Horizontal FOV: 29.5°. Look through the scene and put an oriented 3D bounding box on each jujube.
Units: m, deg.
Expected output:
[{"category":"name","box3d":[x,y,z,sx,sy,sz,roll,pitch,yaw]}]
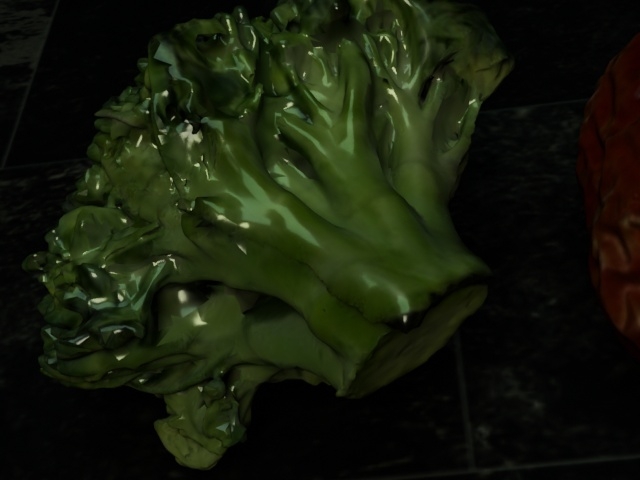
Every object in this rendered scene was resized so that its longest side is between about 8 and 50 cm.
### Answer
[{"category":"jujube","box3d":[0.229,-0.026,0.672,0.174,0.174,0.250,-5,43,6]}]

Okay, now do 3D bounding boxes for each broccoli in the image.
[{"category":"broccoli","box3d":[0.000,0.000,0.655,0.288,0.248,0.245,-55,49,16]}]
